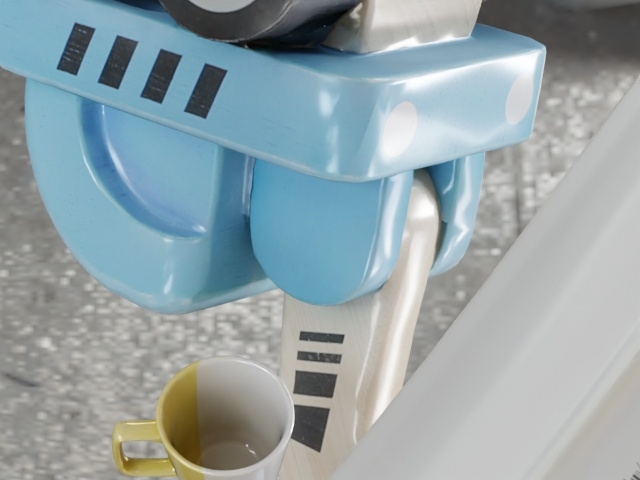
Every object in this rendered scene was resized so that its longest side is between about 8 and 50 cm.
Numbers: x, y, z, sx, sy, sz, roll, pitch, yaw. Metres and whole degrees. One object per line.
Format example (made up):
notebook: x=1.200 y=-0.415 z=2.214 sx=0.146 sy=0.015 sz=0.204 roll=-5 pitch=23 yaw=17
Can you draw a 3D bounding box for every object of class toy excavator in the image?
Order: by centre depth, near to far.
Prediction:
toy excavator: x=0.000 y=0.000 z=0.995 sx=0.222 sy=0.433 sz=0.445 roll=-19 pitch=123 yaw=-51

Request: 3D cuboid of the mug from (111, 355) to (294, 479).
mug: x=-0.050 y=0.093 z=0.905 sx=0.062 sy=0.078 sz=0.064 roll=-58 pitch=163 yaw=-30

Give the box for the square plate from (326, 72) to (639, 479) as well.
square plate: x=0.162 y=0.144 z=0.580 sx=0.344 sy=0.049 sz=0.347 roll=40 pitch=79 yaw=-6
